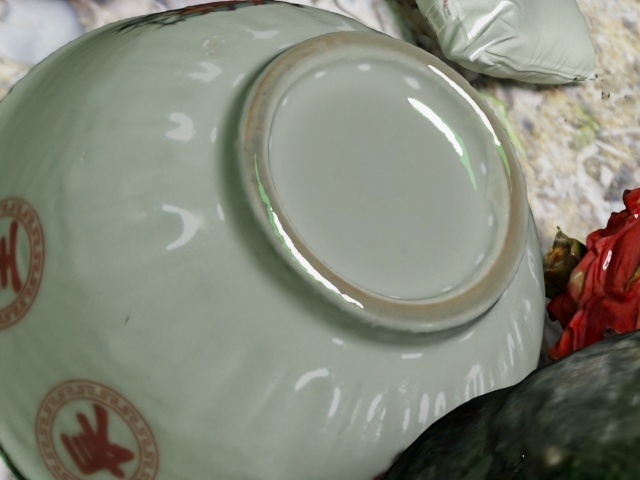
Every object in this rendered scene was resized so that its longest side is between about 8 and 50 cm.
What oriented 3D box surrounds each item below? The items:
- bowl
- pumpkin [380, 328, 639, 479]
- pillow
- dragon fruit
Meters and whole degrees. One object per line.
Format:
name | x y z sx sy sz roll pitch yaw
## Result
bowl | 0.000 0.000 0.694 0.337 0.157 0.337 12 63 -24
pumpkin | 0.178 0.249 0.505 0.344 0.454 0.454 -17 75 -56
pillow | 0.091 -0.215 0.897 0.144 0.078 0.254 -7 71 -42
dragon fruit | 0.225 0.053 0.786 0.209 0.172 0.172 36 55 0
